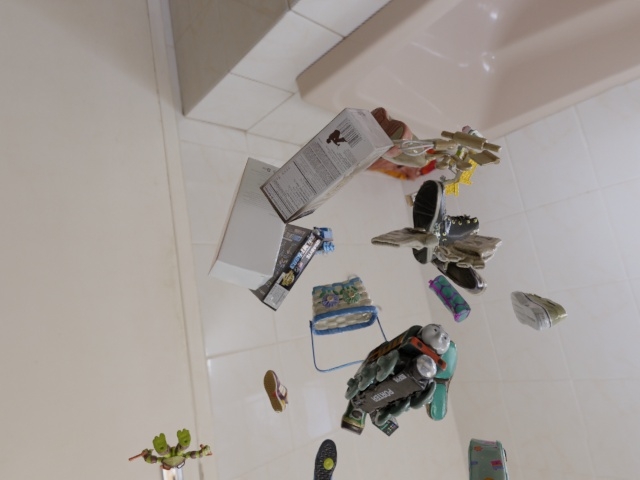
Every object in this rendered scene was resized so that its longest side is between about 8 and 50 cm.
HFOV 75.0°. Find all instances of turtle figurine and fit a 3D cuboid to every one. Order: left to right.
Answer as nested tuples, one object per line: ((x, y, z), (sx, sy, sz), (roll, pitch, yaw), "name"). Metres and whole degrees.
((-0.484, 0.686, 1.335), (0.269, 0.087, 0.217), (4, 135, -11), "turtle figurine")

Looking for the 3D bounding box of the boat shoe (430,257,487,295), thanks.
((0.469, 0.082, 1.493), (0.103, 0.285, 0.092), (-45, 147, 9), "boat shoe")

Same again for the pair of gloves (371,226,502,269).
((0.249, 0.011, 0.891), (0.240, 0.042, 0.204), (10, -166, 28), "pair of gloves")

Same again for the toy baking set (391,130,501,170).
((0.300, -0.228, 1.006), (0.196, 0.030, 0.256), (-23, -141, -31), "toy baking set")

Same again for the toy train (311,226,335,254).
((0.000, 0.000, 1.627), (0.080, 0.105, 0.184), (-11, 176, 17), "toy train")

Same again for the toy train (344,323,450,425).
((0.179, 0.308, 0.991), (0.190, 0.142, 0.334), (-49, 175, -39), "toy train")

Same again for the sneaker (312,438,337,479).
((0.005, 0.721, 1.286), (0.069, 0.209, 0.082), (10, 164, -12), "sneaker")

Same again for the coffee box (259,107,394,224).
((0.015, -0.181, 1.029), (0.297, 0.119, 0.168), (-37, 177, 29), "coffee box")

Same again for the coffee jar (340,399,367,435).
((0.145, 0.655, 1.629), (0.096, 0.184, 0.079), (21, 169, 3), "coffee jar")

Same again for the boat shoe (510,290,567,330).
((0.720, 0.233, 1.392), (0.094, 0.109, 0.302), (-13, -176, 9), "boat shoe")

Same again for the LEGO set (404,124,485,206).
((0.368, -0.205, 1.242), (0.132, 0.107, 0.287), (32, 109, -33), "LEGO set")

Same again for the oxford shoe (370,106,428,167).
((0.221, -0.324, 1.362), (0.146, 0.397, 0.140), (33, 109, -25), "oxford shoe")

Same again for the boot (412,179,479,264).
((0.338, -0.060, 1.107), (0.178, 0.236, 0.085), (-13, -149, -22), "boot")

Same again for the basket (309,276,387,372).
((0.078, 0.287, 1.430), (0.254, 0.289, 0.201), (-12, 155, -5), "basket")

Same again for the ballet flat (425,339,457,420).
((0.304, 0.355, 1.080), (0.073, 0.206, 0.067), (15, 176, -4), "ballet flat")

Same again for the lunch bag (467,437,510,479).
((0.484, 0.724, 1.175), (0.107, 0.224, 0.279), (-8, -163, 20), "lunch bag")

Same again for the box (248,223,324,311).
((-0.141, 0.081, 1.503), (0.073, 0.293, 0.295), (39, 171, -22), "box")

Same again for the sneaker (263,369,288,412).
((-0.187, 0.637, 1.792), (0.069, 0.186, 0.084), (-13, -178, 25), "sneaker")

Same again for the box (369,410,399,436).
((0.214, 0.606, 1.409), (0.052, 0.083, 0.062), (-48, -166, 6), "box")

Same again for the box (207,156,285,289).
((-0.214, -0.045, 1.314), (0.168, 0.345, 0.215), (19, 157, -16), "box")

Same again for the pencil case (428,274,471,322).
((0.412, 0.184, 1.331), (0.070, 0.152, 0.064), (-1, 133, -38), "pencil case")
